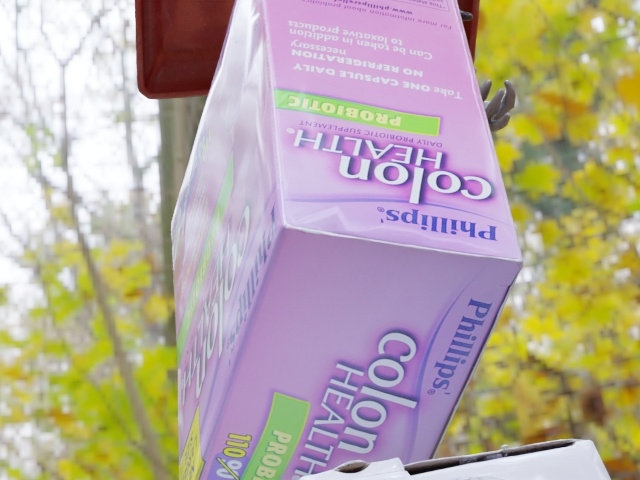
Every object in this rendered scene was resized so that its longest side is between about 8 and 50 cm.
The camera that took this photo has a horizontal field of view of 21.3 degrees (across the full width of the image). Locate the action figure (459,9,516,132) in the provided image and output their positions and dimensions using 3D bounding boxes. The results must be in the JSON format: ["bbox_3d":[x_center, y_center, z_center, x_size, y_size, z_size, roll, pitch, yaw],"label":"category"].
[{"bbox_3d":[0.045,-0.091,1.132,0.164,0.275,0.141,3,-5,-27],"label":"action figure"}]

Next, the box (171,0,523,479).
[{"bbox_3d":[0.000,0.000,0.904,0.117,0.243,0.213,8,-49,-14],"label":"box"}]

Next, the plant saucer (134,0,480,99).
[{"bbox_3d":[-0.010,-0.233,1.229,0.259,0.047,0.258,-6,-56,-11],"label":"plant saucer"}]

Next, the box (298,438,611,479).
[{"bbox_3d":[-0.018,0.197,0.725,0.262,0.126,0.231,-3,-29,-36],"label":"box"}]
